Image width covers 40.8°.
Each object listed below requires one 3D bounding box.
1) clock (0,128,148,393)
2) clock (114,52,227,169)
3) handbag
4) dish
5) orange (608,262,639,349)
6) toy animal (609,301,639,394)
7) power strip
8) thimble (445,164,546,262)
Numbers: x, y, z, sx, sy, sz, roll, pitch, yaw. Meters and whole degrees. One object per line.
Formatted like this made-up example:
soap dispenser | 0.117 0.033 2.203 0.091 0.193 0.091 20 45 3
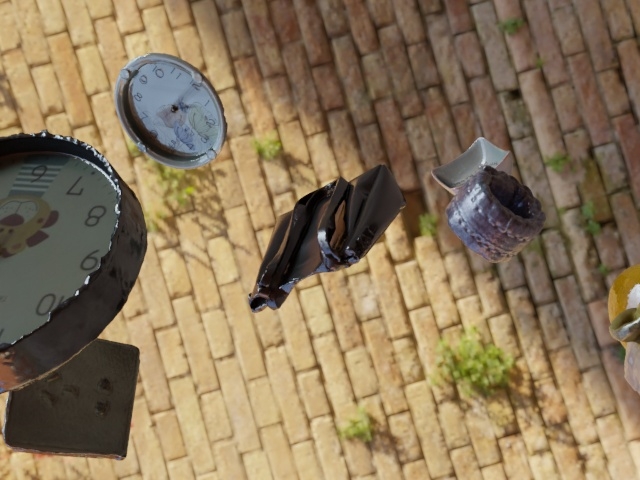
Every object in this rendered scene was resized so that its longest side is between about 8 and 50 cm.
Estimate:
clock | -0.333 0.014 0.875 0.061 0.312 0.313 72 180 -49
clock | -0.274 -0.245 1.613 0.053 0.236 0.236 -56 -42 -52
handbag | 0.000 0.000 1.531 0.113 0.285 0.257 51 -143 -19
dish | 0.347 -0.146 1.915 0.077 0.151 0.212 56 -177 -17
orange | 0.448 0.095 1.102 0.159 0.136 0.159 59 178 4
toy animal | 0.403 0.090 0.727 0.188 0.226 0.358 63 150 4
power strip | -0.408 0.253 1.403 0.064 0.213 0.198 -23 56 53
thimble | 0.287 -0.043 1.413 0.098 0.150 0.150 -51 40 34
